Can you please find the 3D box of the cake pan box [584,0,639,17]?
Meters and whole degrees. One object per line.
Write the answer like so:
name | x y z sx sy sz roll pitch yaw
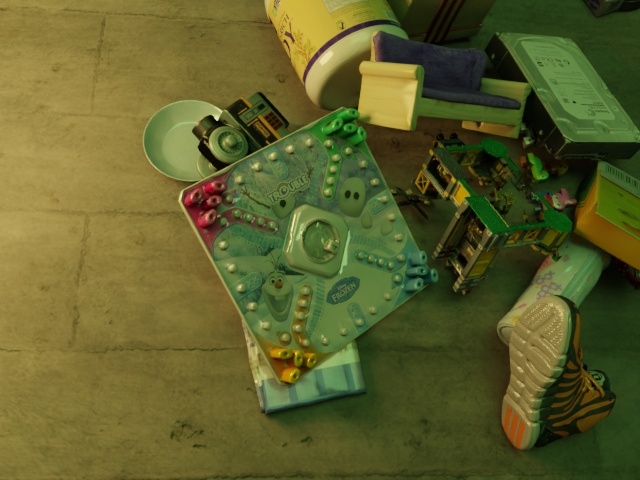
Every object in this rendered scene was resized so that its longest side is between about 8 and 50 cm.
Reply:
cake pan box | 0.753 -0.715 1.791 0.245 0.070 0.267 -23 71 -14

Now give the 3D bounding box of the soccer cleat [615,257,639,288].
soccer cleat | 0.651 0.063 1.452 0.035 0.029 0.083 -32 77 -28

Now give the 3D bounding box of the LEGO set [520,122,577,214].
LEGO set | 0.491 -0.142 1.488 0.093 0.087 0.227 -8 66 3

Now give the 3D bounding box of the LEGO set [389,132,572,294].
LEGO set | 0.313 -0.041 1.398 0.254 0.192 0.331 -15 53 -33

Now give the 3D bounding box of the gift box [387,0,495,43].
gift box | 0.255 -0.609 1.571 0.254 0.258 0.277 -7 75 -10

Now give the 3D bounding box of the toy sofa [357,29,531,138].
toy sofa | 0.254 -0.306 1.386 0.362 0.150 0.177 -4 108 -40

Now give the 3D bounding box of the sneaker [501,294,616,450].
sneaker | 0.433 0.223 1.227 0.179 0.321 0.125 -7 35 -18

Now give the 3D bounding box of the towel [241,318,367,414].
towel | -0.042 0.169 1.311 0.209 0.034 0.285 -10 70 -14

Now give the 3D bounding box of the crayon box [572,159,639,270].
crayon box | 0.611 -0.036 1.376 0.202 0.081 0.318 33 31 8

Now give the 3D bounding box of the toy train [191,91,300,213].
toy train | -0.096 -0.134 1.367 0.334 0.142 0.190 47 59 0

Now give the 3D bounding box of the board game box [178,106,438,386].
board game box | 0.000 0.000 1.266 0.389 0.050 0.390 -32 100 -27

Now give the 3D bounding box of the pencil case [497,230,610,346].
pencil case | 0.456 0.106 1.354 0.113 0.124 0.273 36 66 12

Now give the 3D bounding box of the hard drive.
hard drive | 0.533 -0.322 1.529 0.236 0.064 0.339 -3 56 -26

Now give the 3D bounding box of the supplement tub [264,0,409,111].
supplement tub | 0.024 -0.474 1.492 0.240 0.241 0.332 -20 70 -16

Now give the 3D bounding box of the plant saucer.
plant saucer | -0.267 -0.201 1.443 0.194 0.037 0.195 3 67 -6
